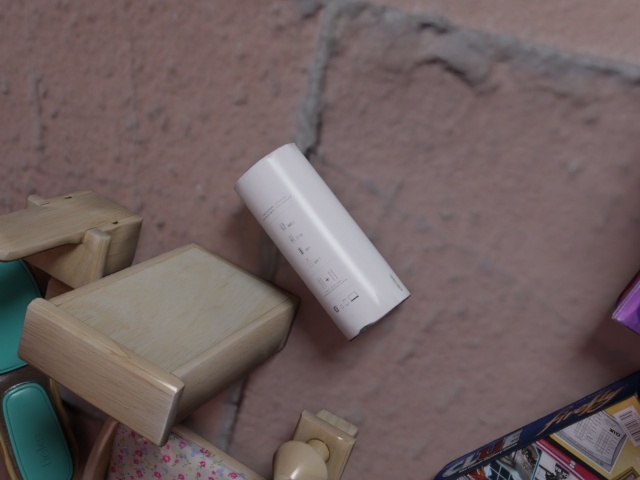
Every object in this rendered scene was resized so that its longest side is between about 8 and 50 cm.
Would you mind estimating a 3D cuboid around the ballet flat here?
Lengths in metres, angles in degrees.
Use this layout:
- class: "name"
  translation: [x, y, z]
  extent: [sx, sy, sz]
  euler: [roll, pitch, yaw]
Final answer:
- class: "ballet flat"
  translation: [-0.272, 0.114, 0.733]
  extent: [0.073, 0.080, 0.232]
  euler: [7, 107, 61]

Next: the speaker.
- class: "speaker"
  translation: [0.000, 0.000, 0.578]
  extent: [0.055, 0.055, 0.136]
  euler: [-41, 83, 28]

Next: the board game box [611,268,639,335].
- class: "board game box"
  translation: [0.335, -0.037, 0.411]
  extent: [0.208, 0.056, 0.346]
  euler: [35, 115, 10]

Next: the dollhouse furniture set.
- class: "dollhouse furniture set"
  translation: [-0.163, 0.188, 0.639]
  extent: [0.303, 0.174, 0.355]
  euler: [28, 113, 18]

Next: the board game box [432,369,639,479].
- class: "board game box"
  translation: [0.204, 0.226, 0.543]
  extent: [0.165, 0.042, 0.243]
  euler: [-35, 87, 29]
